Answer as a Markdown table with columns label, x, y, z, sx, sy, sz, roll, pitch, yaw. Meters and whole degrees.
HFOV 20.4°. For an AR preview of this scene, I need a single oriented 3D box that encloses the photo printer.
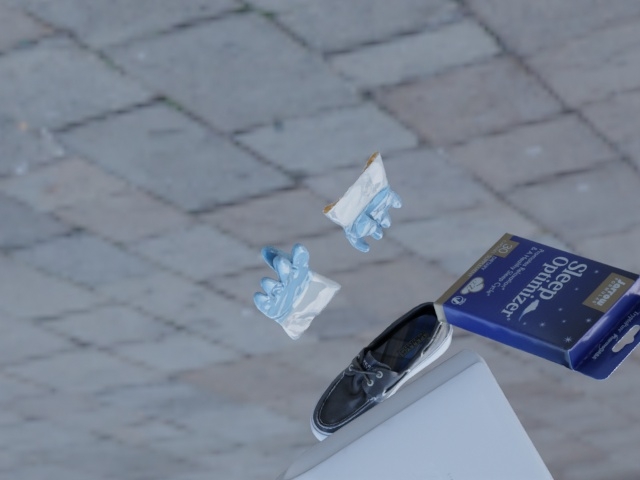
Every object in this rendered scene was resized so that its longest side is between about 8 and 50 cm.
| label | x | y | z | sx | sy | sz | roll | pitch | yaw |
| --- | --- | --- | --- | --- | --- | --- | --- | --- | --- |
| photo printer | 0.113 | 0.311 | 2.080 | 0.307 | 0.256 | 0.107 | -31 | -175 | -12 |

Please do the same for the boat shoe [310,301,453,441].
| label | x | y | z | sx | sy | sz | roll | pitch | yaw |
| --- | --- | --- | --- | --- | --- | --- | --- | --- | --- |
| boat shoe | 0.075 | 0.160 | 2.224 | 0.228 | 0.080 | 0.076 | -37 | 149 | -13 |

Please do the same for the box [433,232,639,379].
| label | x | y | z | sx | sy | sz | roll | pitch | yaw |
| --- | --- | --- | --- | --- | --- | --- | --- | --- | --- |
| box | 0.252 | 0.068 | 1.931 | 0.225 | 0.136 | 0.036 | 20 | 140 | 40 |

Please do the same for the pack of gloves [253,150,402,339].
| label | x | y | z | sx | sy | sz | roll | pitch | yaw |
| --- | --- | --- | --- | --- | --- | --- | --- | --- | --- |
| pack of gloves | 0.000 | 0.000 | 1.858 | 0.195 | 0.046 | 0.232 | -50 | 164 | -4 |
